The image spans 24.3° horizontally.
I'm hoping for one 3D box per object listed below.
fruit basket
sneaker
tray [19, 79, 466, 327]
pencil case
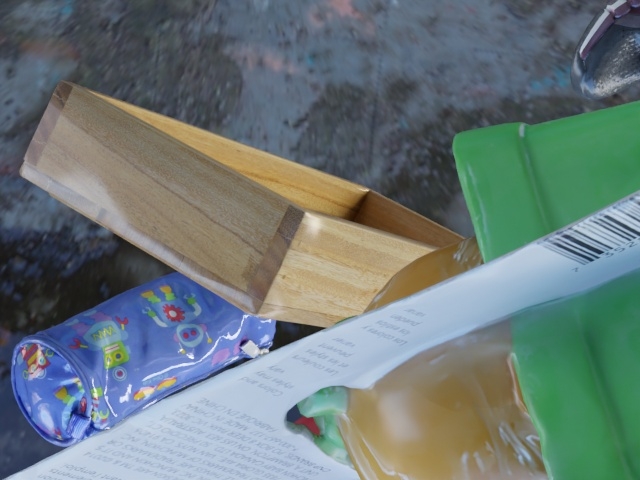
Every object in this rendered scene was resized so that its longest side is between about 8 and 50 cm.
[{"bbox_3d":[0.064,0.076,0.579,0.353,0.327,0.165,-22,60,28],"label":"fruit basket"},{"bbox_3d":[0.413,-0.223,1.586,0.281,0.162,0.106,-39,140,-4],"label":"sneaker"},{"bbox_3d":[0.000,0.000,1.047,0.203,0.411,0.076,29,98,29],"label":"tray"},{"bbox_3d":[-0.175,0.114,1.578,0.133,0.306,0.119,44,133,22],"label":"pencil case"}]
